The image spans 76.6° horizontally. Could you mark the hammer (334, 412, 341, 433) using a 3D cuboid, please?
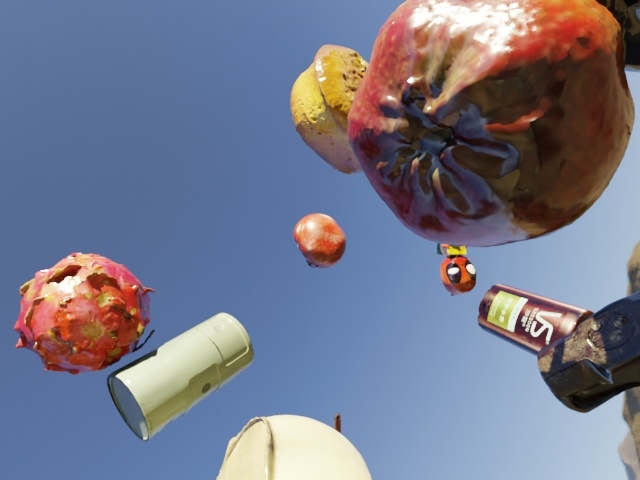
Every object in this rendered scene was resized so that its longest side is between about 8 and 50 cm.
[{"bbox_3d":[0.039,0.526,1.026,0.065,0.021,0.178,20,-133,-18],"label":"hammer"}]

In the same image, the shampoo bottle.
[{"bbox_3d":[0.463,0.180,0.836,0.084,0.323,0.129,24,-89,-16],"label":"shampoo bottle"}]

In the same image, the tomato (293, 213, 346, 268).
[{"bbox_3d":[0.000,0.000,1.289,0.151,0.187,0.187,-33,-51,11],"label":"tomato"}]

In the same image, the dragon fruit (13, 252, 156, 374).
[{"bbox_3d":[-0.408,0.123,0.721,0.210,0.268,0.205,-38,-73,-3],"label":"dragon fruit"}]

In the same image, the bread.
[{"bbox_3d":[0.067,-0.311,0.972,0.312,0.173,0.311,28,-129,-40],"label":"bread"}]

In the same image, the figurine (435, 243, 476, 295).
[{"bbox_3d":[0.250,0.036,0.751,0.068,0.075,0.140,-2,-88,-1],"label":"figurine"}]

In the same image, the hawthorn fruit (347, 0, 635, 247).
[{"bbox_3d":[0.180,-0.136,0.419,0.300,0.254,0.253,-32,-62,-38],"label":"hawthorn fruit"}]

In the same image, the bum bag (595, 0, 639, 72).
[{"bbox_3d":[0.392,-0.231,0.430,0.137,0.310,0.074,92,177,-68],"label":"bum bag"}]

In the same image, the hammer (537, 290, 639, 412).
[{"bbox_3d":[0.557,0.177,0.595,0.409,0.242,0.095,15,-139,-18],"label":"hammer"}]

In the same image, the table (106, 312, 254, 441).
[{"bbox_3d":[-0.243,0.235,0.728,0.220,0.127,0.126,-28,-65,-46],"label":"table"}]

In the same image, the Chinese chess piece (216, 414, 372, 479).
[{"bbox_3d":[-0.064,0.386,0.481,0.141,0.338,0.337,23,-102,-12],"label":"Chinese chess piece"}]
